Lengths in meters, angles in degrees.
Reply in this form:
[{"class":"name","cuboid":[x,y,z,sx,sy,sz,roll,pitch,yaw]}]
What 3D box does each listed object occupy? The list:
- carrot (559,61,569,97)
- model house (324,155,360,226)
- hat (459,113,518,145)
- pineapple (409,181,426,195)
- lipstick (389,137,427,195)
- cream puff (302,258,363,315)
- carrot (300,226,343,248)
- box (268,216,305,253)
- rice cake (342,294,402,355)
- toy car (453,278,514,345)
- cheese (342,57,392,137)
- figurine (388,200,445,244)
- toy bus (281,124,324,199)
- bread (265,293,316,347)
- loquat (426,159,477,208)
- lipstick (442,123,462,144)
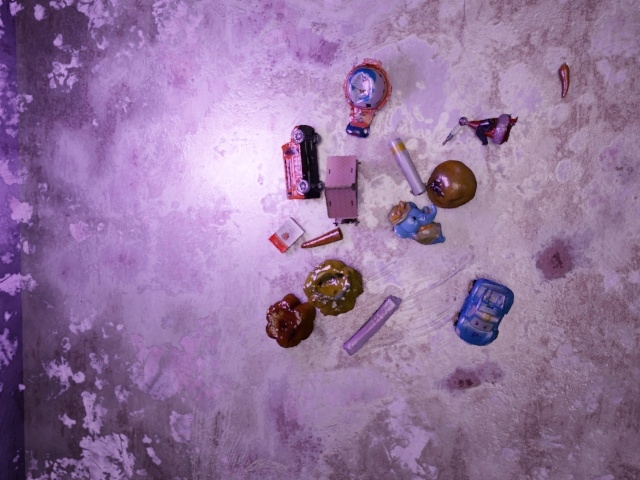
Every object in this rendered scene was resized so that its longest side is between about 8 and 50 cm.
[{"class":"carrot","cuboid":[1.011,-0.664,1.759,0.035,0.035,0.142,-6,99,11]},{"class":"model house","cuboid":[0.086,-0.215,1.860,0.169,0.244,0.325,2,97,8]},{"class":"hat","cuboid":[0.697,-0.486,1.793,0.228,0.140,0.128,19,88,20]},{"class":"pineapple","cuboid":[0.444,-0.223,1.907,0.083,0.019,0.045,-24,88,8]},{"class":"lipstick","cuboid":[0.386,-0.323,1.878,0.059,0.059,0.263,-26,85,11]},{"class":"cream puff","cuboid":[0.056,0.220,1.936,0.282,0.185,0.281,1,99,8]},{"class":"carrot","cuboid":[0.000,0.000,1.991,0.210,0.061,0.061,-20,92,16]},{"class":"box","cuboid":[-0.160,-0.025,2.019,0.152,0.048,0.100,-44,85,9]},{"class":"rice cake","cuboid":[0.241,0.398,1.985,0.073,0.056,0.365,42,101,2]},{"class":"toy car","cuboid":[0.708,0.321,1.843,0.198,0.166,0.314,24,100,11]},{"class":"cheese","cuboid":[0.193,-0.618,1.861,0.217,0.129,0.329,19,116,13]},{"class":"figurine","cuboid":[0.427,-0.080,1.875,0.262,0.154,0.179,14,89,-9]},{"class":"toy bus","cuboid":[-0.088,-0.348,1.923,0.153,0.143,0.329,0,97,34]},{"class":"bread","cuboid":[-0.154,0.383,2.013,0.232,0.135,0.246,25,102,20]},{"class":"loquat","cuboid":[0.547,-0.236,1.798,0.213,0.213,0.213,1,96,10]},{"class":"lipstick","cuboid":[0.571,-0.459,1.860,0.025,0.025,0.107,41,107,4]}]
